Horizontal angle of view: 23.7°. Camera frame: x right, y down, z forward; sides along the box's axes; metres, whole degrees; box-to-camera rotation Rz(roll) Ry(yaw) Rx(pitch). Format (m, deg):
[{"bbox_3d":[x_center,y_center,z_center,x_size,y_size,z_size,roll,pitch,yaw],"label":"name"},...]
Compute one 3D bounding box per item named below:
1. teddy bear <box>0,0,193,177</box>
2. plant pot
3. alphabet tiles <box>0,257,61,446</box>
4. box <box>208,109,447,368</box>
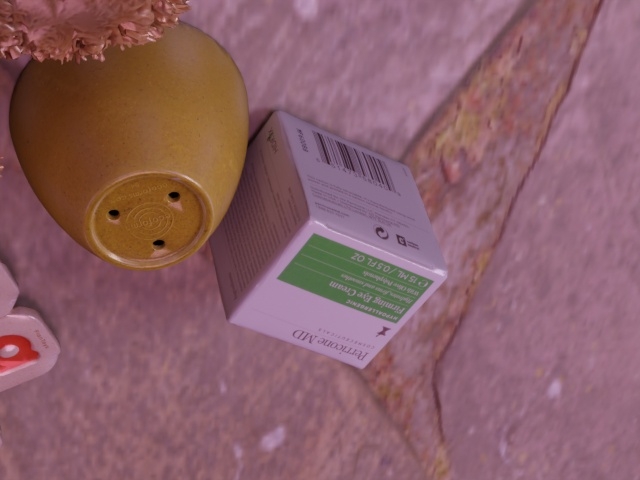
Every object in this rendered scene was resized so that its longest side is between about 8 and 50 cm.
[{"bbox_3d":[-0.173,-0.170,0.699,0.245,0.113,0.338,-4,124,-21],"label":"teddy bear"},{"bbox_3d":[-0.098,-0.040,0.823,0.134,0.095,0.134,-7,131,-8],"label":"plant pot"},{"bbox_3d":[-0.313,0.065,0.908,0.278,0.021,0.284,-22,132,5],"label":"alphabet tiles"},{"bbox_3d":[0.000,0.000,0.879,0.101,0.102,0.087,21,124,-31],"label":"box"}]
